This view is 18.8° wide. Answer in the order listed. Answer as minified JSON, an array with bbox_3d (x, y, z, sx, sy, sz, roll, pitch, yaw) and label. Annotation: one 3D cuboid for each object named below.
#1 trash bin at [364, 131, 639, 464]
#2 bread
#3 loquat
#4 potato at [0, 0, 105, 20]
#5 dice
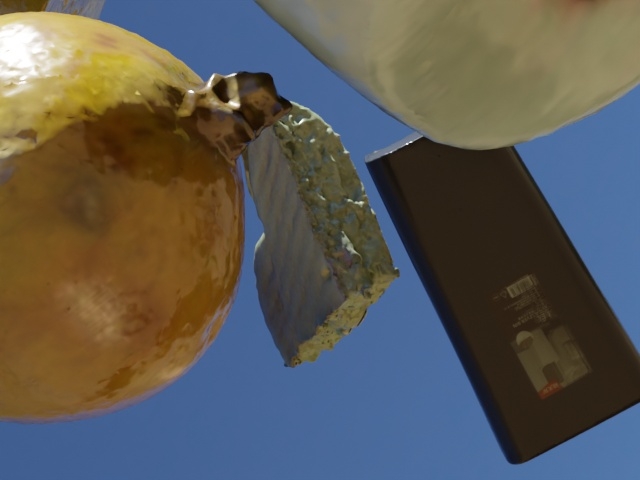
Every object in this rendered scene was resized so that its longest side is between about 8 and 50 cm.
[{"bbox_3d":[0.126,0.020,1.353,0.115,0.225,0.165,-27,3,4],"label":"trash bin"},{"bbox_3d":[0.000,0.000,1.563,0.064,0.172,0.232,-18,-64,-26],"label":"bread"},{"bbox_3d":[-0.126,-0.020,0.988,0.246,0.213,0.213,-29,-24,17],"label":"loquat"},{"bbox_3d":[-0.254,-0.214,1.518,0.178,0.158,0.203,-66,-6,20],"label":"potato"},{"bbox_3d":[0.067,-0.223,0.922,0.268,0.262,0.265,-46,-31,13],"label":"dice"}]
